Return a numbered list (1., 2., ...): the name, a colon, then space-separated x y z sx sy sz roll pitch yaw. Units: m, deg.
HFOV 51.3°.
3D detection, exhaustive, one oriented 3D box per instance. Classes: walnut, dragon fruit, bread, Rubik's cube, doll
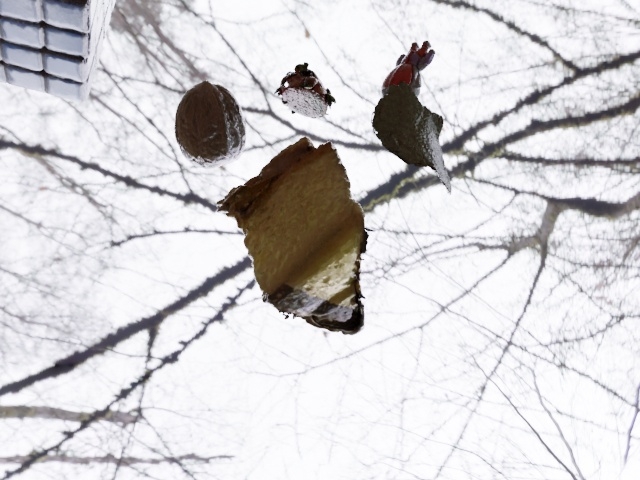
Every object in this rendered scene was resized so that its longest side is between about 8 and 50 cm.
1. walnut: -0.271 -0.282 1.634 0.178 0.231 0.178 0 -144 0
2. dragon fruit: -0.043 -0.377 1.653 0.142 0.138 0.175 -1 -121 -13
3. bread: 0.000 0.000 0.621 0.127 0.152 0.147 -36 -134 12
4. Rubik's cube: -0.604 -0.536 1.335 0.344 0.337 0.344 12 -113 -15
5. doll: 0.184 -0.353 1.473 0.102 0.075 0.228 2 -121 41

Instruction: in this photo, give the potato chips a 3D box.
1. potato chips: 0.198 -0.193 1.311 0.059 0.228 0.167 -37 -161 52
